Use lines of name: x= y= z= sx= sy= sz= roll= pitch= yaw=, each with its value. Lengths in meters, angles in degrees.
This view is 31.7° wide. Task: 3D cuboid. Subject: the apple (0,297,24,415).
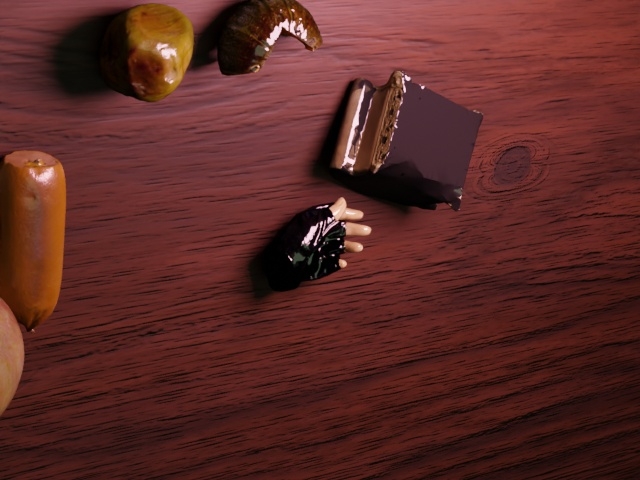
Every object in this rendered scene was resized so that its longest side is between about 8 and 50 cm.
apple: x=-0.591 y=0.187 z=1.740 sx=0.257 sy=0.257 sz=0.234 roll=-2 pitch=143 yaw=-30

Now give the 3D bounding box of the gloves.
gloves: x=0.000 y=0.000 z=2.078 sx=0.203 sy=0.124 sz=0.164 roll=-36 pitch=151 yaw=-38

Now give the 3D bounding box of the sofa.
sofa: x=0.148 y=-0.180 z=2.079 sx=0.258 sy=0.182 sz=0.200 roll=19 pitch=83 yaw=-36

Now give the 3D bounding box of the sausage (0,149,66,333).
sausage: x=-0.470 y=0.017 z=1.814 sx=0.112 sy=0.112 sz=0.328 roll=-5 pitch=116 yaw=-29

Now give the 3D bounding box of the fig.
fig: x=-0.267 y=-0.300 z=1.766 sx=0.165 sy=0.144 sz=0.154 roll=-58 pitch=164 yaw=-22

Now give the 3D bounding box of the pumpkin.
pumpkin: x=-0.092 y=-0.349 z=1.859 sx=0.183 sy=0.119 sz=0.107 roll=-28 pitch=125 yaw=-24
